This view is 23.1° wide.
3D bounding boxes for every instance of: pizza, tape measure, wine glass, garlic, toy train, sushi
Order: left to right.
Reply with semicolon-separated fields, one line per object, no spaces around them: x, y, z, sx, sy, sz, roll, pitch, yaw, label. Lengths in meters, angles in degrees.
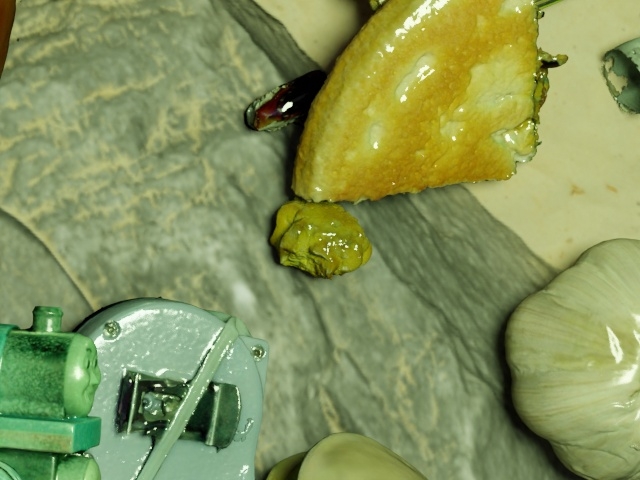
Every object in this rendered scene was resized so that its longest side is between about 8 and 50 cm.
-0.306;0.126;1.161;0.298;0.120;0.194;4;86;6;toy train
-0.132;0.136;1.264;0.181;0.107;0.182;4;88;-24;tape measure
-0.022;-0.115;1.342;0.083;0.046;0.044;-29;97;-18;sushi
0.109;-0.127;1.352;0.229;0.081;0.289;33;99;-36;pizza
0.277;0.109;1.374;0.228;0.152;0.227;2;82;-15;garlic
0.342;-0.179;1.453;0.155;0.072;0.072;-31;97;-17;wine glass

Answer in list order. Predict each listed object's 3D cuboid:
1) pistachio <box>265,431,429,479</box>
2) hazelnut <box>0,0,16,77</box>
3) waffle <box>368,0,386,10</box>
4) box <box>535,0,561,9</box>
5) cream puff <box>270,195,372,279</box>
0.072;0.285;1.295;0.197;0.166;0.288;-34;94;-41;pistachio
-0.390;-0.143;1.020;0.429;0.402;0.402;-41;101;11;hazelnut
0.102;-0.270;1.350;0.161;0.046;0.192;28;80;-13;waffle
0.126;-0.328;1.406;0.153;0.041;0.279;-24;94;-18;box
0.000;0.000;1.341;0.083;0.083;0.058;-2;132;-29;cream puff
